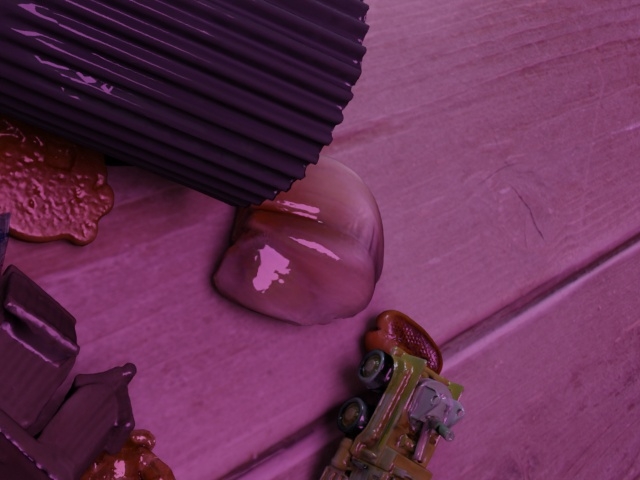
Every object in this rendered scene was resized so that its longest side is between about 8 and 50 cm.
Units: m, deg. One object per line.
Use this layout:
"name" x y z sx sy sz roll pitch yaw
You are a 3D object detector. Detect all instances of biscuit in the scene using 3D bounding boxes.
"biscuit" -0.321 -0.077 0.825 0.249 0.035 0.184 11 77 -35

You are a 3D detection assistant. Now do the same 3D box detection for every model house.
"model house" -0.277 0.134 0.760 0.229 0.122 0.188 45 46 -14

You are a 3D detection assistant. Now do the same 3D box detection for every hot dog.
"hot dog" 0.114 0.155 1.098 0.140 0.060 0.089 37 53 -17

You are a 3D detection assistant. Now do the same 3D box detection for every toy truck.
"toy truck" 0.079 0.265 0.978 0.128 0.135 0.259 37 79 -27

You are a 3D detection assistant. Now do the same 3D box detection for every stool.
"stool" -0.171 -0.210 0.791 0.330 0.297 0.297 16 72 -38

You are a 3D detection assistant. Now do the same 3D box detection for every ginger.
"ginger" -0.233 0.262 0.818 0.193 0.052 0.176 23 57 -19

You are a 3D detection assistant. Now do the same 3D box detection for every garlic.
"garlic" 0.000 0.000 1.012 0.228 0.110 0.217 23 64 -31

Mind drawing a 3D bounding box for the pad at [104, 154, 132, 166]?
"pad" -0.263 -0.175 0.910 0.116 0.004 0.193 -3 84 -37

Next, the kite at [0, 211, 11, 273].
"kite" -0.350 0.007 0.772 0.137 0.005 0.152 -34 125 -14
